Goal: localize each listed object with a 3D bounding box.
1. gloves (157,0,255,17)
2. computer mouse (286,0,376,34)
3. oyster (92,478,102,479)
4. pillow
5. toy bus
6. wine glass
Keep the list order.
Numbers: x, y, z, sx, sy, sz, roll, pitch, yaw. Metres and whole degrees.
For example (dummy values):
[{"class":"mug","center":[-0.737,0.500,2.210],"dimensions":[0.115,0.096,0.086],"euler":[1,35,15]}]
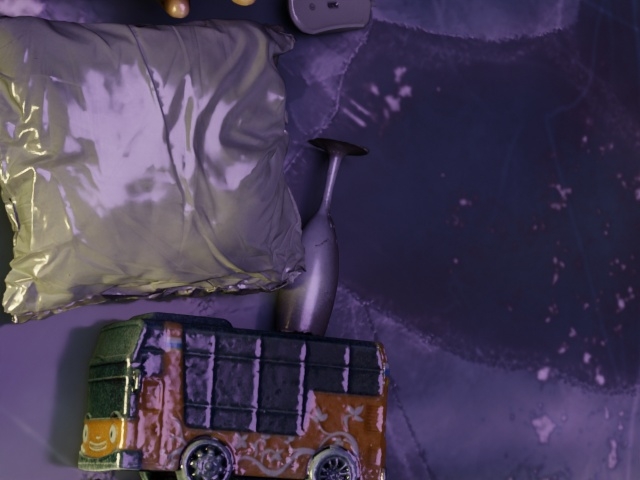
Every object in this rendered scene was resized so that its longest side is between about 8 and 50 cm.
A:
[{"class":"gloves","center":[-0.143,-0.305,1.635],"dimensions":[0.301,0.197,0.152],"euler":[16,50,8]},{"class":"computer mouse","center":[0.007,-0.237,1.803],"dimensions":[0.110,0.032,0.056],"euler":[-8,90,-33]},{"class":"oyster","center":[-0.223,0.291,1.661],"dimensions":[0.086,0.029,0.132],"euler":[29,78,-12]},{"class":"pillow","center":[-0.160,-0.070,1.663],"dimensions":[0.309,0.138,0.284],"euler":[-2,93,-21]},{"class":"toy bus","center":[-0.081,0.160,1.675],"dimensions":[0.275,0.138,0.167],"euler":[6,82,-24]},{"class":"wine glass","center":[0.000,0.000,1.763],"dimensions":[0.066,0.066,0.198],"euler":[15,80,-21]}]
